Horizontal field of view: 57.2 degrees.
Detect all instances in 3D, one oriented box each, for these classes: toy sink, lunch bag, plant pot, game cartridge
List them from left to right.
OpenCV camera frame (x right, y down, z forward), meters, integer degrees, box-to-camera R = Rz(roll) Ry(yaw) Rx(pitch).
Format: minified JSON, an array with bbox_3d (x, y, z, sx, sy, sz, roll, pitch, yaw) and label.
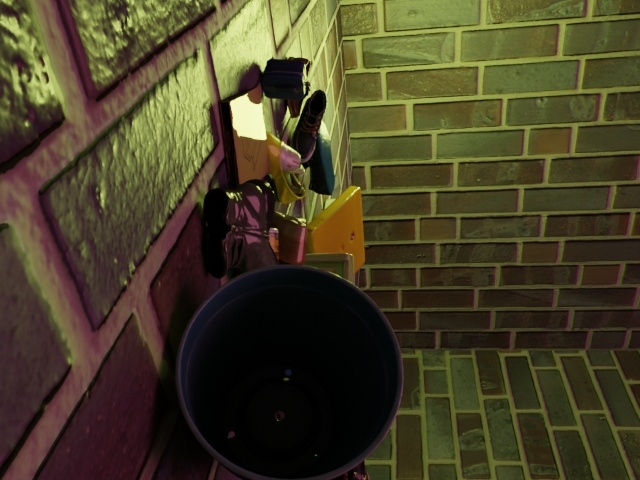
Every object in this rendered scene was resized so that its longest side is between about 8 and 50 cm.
[{"bbox_3d":[-0.048,0.213,0.803,0.255,0.272,0.271,102,-7,-57],"label":"plant pot"},{"bbox_3d":[-0.072,-0.333,1.232,0.067,0.098,0.065,86,9,-57],"label":"lunch bag"},{"bbox_3d":[0.005,0.111,1.515,0.131,0.153,0.234,75,17,-57],"label":"toy sink"},{"bbox_3d":[0.046,0.021,1.823,0.324,0.053,0.285,-42,135,-48],"label":"game cartridge"}]

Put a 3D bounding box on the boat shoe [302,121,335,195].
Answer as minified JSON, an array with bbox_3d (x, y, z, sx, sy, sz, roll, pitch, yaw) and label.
[{"bbox_3d":[-0.019,-0.221,1.654,0.109,0.089,0.258,-70,160,-44],"label":"boat shoe"}]

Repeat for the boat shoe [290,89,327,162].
[{"bbox_3d":[-0.030,-0.295,1.503,0.083,0.065,0.183,148,-45,-75],"label":"boat shoe"}]

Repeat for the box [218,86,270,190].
[{"bbox_3d":[-0.131,-0.178,1.042,0.201,0.021,0.164,-65,152,-67],"label":"box"}]

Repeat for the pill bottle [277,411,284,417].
[{"bbox_3d":[-0.027,0.234,1.251,0.153,0.153,0.264,-31,120,-81],"label":"pill bottle"}]

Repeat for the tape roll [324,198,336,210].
[{"bbox_3d":[0.064,0.037,2.203,0.392,0.072,0.392,-2,90,-83],"label":"tape roll"}]

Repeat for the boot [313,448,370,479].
[{"bbox_3d":[0.046,0.584,1.489,0.284,0.138,0.377,46,39,-78],"label":"boot"}]

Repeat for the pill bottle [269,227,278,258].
[{"bbox_3d":[-0.106,0.037,1.042,0.065,0.065,0.116,21,68,-81],"label":"pill bottle"}]

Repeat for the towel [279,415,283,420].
[{"bbox_3d":[-0.052,0.505,1.440,0.248,0.038,0.324,-56,144,-75],"label":"towel"}]

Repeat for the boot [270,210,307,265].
[{"bbox_3d":[-0.089,0.051,1.181,0.248,0.090,0.206,-136,-118,-77],"label":"boot"}]

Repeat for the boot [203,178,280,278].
[{"bbox_3d":[-0.130,0.030,0.914,0.161,0.083,0.246,-38,128,-65],"label":"boot"}]

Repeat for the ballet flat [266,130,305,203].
[{"bbox_3d":[-0.075,-0.155,1.248,0.231,0.077,0.077,75,19,-59],"label":"ballet flat"}]

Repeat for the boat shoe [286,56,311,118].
[{"bbox_3d":[-0.055,-0.395,1.498,0.064,0.060,0.178,70,21,-67],"label":"boat shoe"}]

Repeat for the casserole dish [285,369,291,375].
[{"bbox_3d":[-0.091,0.203,1.059,0.114,0.037,0.188,-38,140,-32],"label":"casserole dish"}]
